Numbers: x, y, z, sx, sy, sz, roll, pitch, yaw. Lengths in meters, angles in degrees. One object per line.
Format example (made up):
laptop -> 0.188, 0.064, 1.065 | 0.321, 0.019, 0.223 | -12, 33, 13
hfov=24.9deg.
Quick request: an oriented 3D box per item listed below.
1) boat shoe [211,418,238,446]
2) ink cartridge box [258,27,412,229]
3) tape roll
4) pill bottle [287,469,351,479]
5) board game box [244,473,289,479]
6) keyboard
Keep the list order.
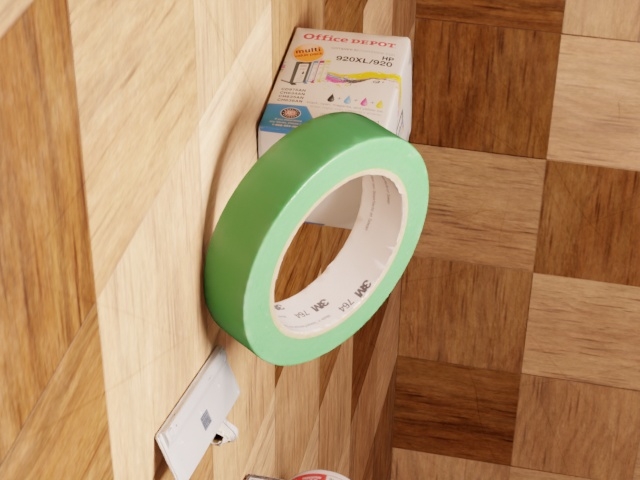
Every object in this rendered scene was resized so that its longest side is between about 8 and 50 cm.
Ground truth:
boat shoe -> -0.130, 0.242, 1.830 | 0.100, 0.035, 0.035 | 70, 36, -63
ink cartridge box -> 0.025, -0.157, 2.002 | 0.233, 0.171, 0.168 | -73, 166, -45
tape roll -> 0.000, 0.000, 1.791 | 0.321, 0.077, 0.321 | -32, 141, -31
pill bottle -> -0.019, 0.506, 2.277 | 0.283, 0.161, 0.161 | -69, 164, -59
board game box -> 0.004, 0.456, 2.014 | 0.232, 0.291, 0.141 | -52, 148, -70
keyboard -> -0.142, 0.206, 1.727 | 0.256, 0.014, 0.072 | -58, 134, -67
